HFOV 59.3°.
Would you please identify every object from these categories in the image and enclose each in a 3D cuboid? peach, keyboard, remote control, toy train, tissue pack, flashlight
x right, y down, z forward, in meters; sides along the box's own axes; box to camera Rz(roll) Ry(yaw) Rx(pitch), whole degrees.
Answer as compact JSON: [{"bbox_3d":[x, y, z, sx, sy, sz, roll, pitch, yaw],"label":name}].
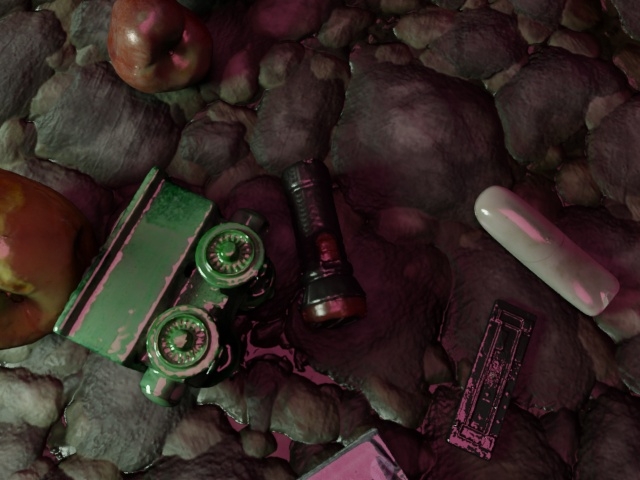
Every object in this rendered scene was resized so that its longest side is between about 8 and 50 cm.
[{"bbox_3d":[-0.392,0.009,0.700,0.214,0.214,0.236,-24,57,-8],"label":"peach"},{"bbox_3d":[-0.242,-0.302,0.828,0.151,0.152,0.152,0,72,-1],"label":"peach"},{"bbox_3d":[0.228,0.180,0.743,0.061,0.013,0.205,23,73,6],"label":"keyboard"},{"bbox_3d":[0.315,0.006,0.785,0.229,0.044,0.073,43,74,12],"label":"remote control"},{"bbox_3d":[-0.172,0.062,0.706,0.201,0.145,0.266,24,73,9],"label":"toy train"},{"bbox_3d":[0.033,0.317,0.676,0.156,0.051,0.112,-30,76,-11],"label":"tissue pack"},{"bbox_3d":[0.000,0.000,0.759,0.092,0.093,0.232,-10,72,-4],"label":"flashlight"}]
